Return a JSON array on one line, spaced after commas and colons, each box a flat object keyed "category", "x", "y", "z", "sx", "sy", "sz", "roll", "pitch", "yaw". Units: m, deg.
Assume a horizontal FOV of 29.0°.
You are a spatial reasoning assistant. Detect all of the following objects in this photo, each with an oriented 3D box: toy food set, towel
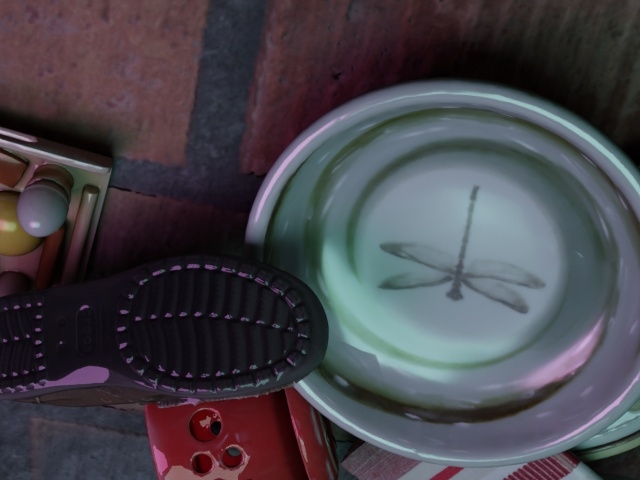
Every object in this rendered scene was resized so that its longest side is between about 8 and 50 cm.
[{"category": "toy food set", "x": -0.345, "y": 0.014, "z": 1.233, "sx": 0.220, "sy": 0.092, "sz": 0.306, "roll": 15, "pitch": 123, "yaw": -9}, {"category": "towel", "x": 0.207, "y": 0.287, "z": 1.341, "sx": 0.329, "sy": 0.037, "sz": 0.237, "roll": 41, "pitch": 133, "yaw": -3}]

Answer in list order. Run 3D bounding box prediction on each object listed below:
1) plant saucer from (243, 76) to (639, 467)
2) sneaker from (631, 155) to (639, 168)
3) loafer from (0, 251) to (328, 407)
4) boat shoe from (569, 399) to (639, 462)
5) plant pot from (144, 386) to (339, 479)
[{"category": "plant saucer", "x": 0.130, "y": 0.025, "z": 1.163, "sx": 0.400, "sy": 0.100, "sz": 0.400, "roll": 6, "pitch": 118, "yaw": 11}, {"category": "sneaker", "x": 0.243, "y": -0.048, "z": 1.185, "sx": 0.188, "sy": 0.067, "sz": 0.078, "roll": -15, "pitch": 124, "yaw": 22}, {"category": "loafer", "x": -0.158, "y": 0.093, "z": 1.182, "sx": 0.366, "sy": 0.133, "sz": 0.130, "roll": -3, "pitch": 164, "yaw": 19}, {"category": "boat shoe", "x": 0.344, "y": 0.135, "z": 1.298, "sx": 0.302, "sy": 0.113, "sz": 0.103, "roll": -25, "pitch": 115, "yaw": 10}, {"category": "plant pot", "x": -0.079, "y": 0.200, "z": 1.305, "sx": 0.174, "sy": 0.191, "sz": 0.191, "roll": -15, "pitch": 124, "yaw": 1}]
